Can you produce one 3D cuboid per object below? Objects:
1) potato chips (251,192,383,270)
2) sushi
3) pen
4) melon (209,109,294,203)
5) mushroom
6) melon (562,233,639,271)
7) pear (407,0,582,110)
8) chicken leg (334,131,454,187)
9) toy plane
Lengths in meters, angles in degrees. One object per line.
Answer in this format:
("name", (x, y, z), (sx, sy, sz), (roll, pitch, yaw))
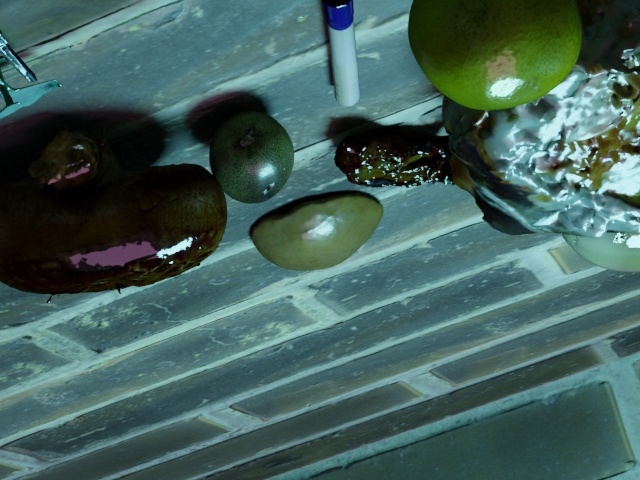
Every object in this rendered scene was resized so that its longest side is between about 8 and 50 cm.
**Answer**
("potato chips", (0.001, 0.000, 2.436), (0.195, 0.061, 0.208), (-11, 159, -20))
("sushi", (0.341, -0.156, 2.047), (0.418, 0.175, 0.417), (-5, 144, -3))
("pen", (0.024, -0.208, 1.906), (0.033, 0.033, 0.269), (-15, 161, -2))
("melon", (-0.080, -0.094, 2.044), (0.099, 0.099, 0.162), (-15, 165, -4))
("mushroom", (-0.254, -0.019, 2.008), (0.297, 0.163, 0.278), (-10, 161, 4))
("melon", (0.452, -0.080, 2.322), (0.317, 0.223, 0.223), (-20, 161, 3))
("pear", (0.189, -0.237, 1.801), (0.180, 0.166, 0.216), (7, 126, -26))
("chicken leg", (0.093, -0.103, 2.212), (0.234, 0.063, 0.105), (0, 151, -37))
("toy plane", (-0.336, -0.173, 1.683), (0.096, 0.060, 0.235), (-32, 155, 5))
